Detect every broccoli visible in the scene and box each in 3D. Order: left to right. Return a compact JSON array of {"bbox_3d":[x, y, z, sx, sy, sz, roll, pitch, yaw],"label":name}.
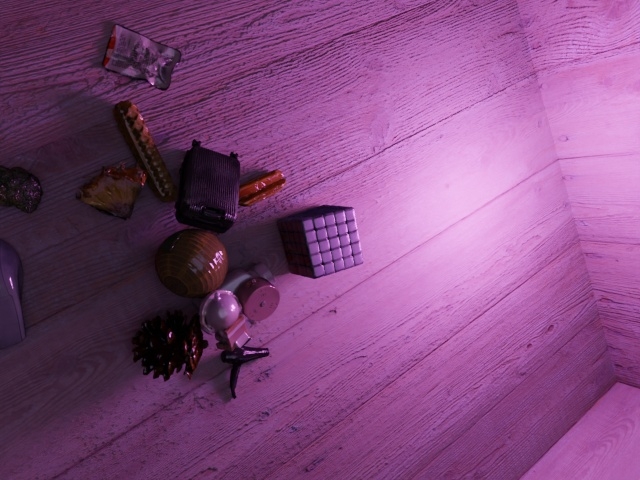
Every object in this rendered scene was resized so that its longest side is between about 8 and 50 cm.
[{"bbox_3d":[-0.925,-0.159,1.493,0.138,0.145,0.162,-29,130,10],"label":"broccoli"}]

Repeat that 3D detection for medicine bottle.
[{"bbox_3d":[-0.317,0.201,1.846,0.296,0.111,0.161,-35,124,-19],"label":"medicine bottle"}]

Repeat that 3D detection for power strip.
[{"bbox_3d":[-0.227,0.211,1.793,0.154,0.078,0.154,-21,127,-30],"label":"power strip"}]

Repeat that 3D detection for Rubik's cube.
[{"bbox_3d":[0.000,0.000,1.927,0.237,0.237,0.238,-18,102,-27],"label":"Rubik's cube"}]

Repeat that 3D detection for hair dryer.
[{"bbox_3d":[-0.305,0.512,1.915,0.196,0.075,0.219,6,102,-37],"label":"hair dryer"}]

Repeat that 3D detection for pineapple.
[{"bbox_3d":[-0.668,-0.159,1.622,0.236,0.114,0.186,-18,120,5],"label":"pineapple"}]

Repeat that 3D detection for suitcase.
[{"bbox_3d":[-0.386,-0.184,1.714,0.202,0.128,0.312,15,55,-29],"label":"suitcase"}]

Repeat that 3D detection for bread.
[{"bbox_3d":[-0.593,-0.297,1.679,0.077,0.084,0.367,-39,112,-43],"label":"bread"}]

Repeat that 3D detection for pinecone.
[{"bbox_3d":[-0.518,0.363,1.685,0.264,0.264,0.264,-2,95,-28],"label":"pinecone"}]

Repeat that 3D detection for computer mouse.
[{"bbox_3d":[-1.000,0.175,1.485,0.188,0.122,0.370,-5,100,-27],"label":"computer mouse"}]

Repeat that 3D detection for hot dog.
[{"bbox_3d":[-0.236,-0.197,1.884,0.236,0.062,0.092,-26,106,-26],"label":"hot dog"}]

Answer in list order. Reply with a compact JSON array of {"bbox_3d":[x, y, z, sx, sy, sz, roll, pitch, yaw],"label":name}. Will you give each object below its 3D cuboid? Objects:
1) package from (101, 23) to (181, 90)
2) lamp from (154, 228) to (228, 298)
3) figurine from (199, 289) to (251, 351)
[{"bbox_3d":[-0.602,-0.615,1.676,0.232,0.040,0.166,16,83,-20],"label":"package"},{"bbox_3d":[-0.430,0.058,1.708,0.250,0.250,0.284,49,45,-22],"label":"lamp"},{"bbox_3d":[-0.338,0.268,1.706,0.162,0.141,0.236,-45,130,-34],"label":"figurine"}]
